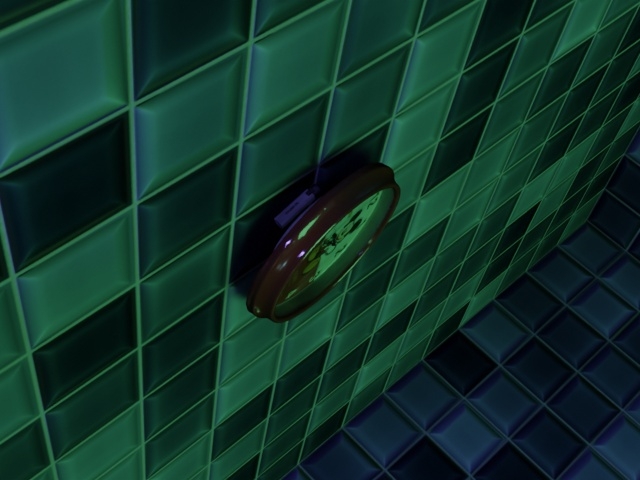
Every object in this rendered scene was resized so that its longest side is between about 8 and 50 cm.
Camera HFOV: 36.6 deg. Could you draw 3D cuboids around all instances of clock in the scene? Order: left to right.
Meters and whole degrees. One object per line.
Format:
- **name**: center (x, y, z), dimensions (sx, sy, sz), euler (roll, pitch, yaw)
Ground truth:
- **clock**: center (0.000, 0.000, 1.530), dimensions (0.318, 0.080, 0.318), euler (-43, 164, -16)

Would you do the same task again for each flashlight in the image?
- **flashlight**: center (-0.033, -0.052, 1.462), dimensions (0.083, 0.018, 0.018), euler (-43, 158, -12)
